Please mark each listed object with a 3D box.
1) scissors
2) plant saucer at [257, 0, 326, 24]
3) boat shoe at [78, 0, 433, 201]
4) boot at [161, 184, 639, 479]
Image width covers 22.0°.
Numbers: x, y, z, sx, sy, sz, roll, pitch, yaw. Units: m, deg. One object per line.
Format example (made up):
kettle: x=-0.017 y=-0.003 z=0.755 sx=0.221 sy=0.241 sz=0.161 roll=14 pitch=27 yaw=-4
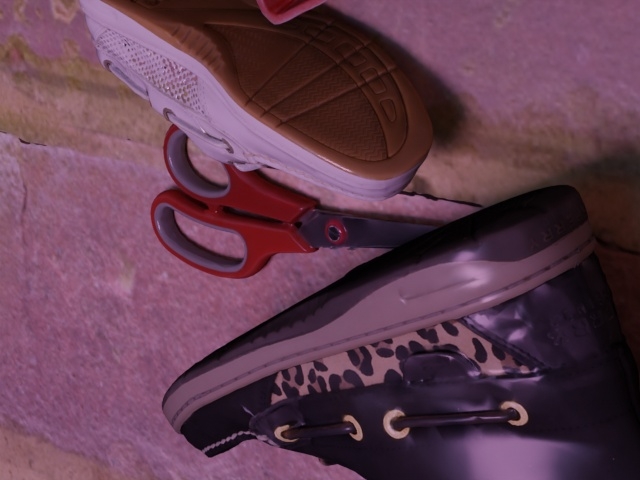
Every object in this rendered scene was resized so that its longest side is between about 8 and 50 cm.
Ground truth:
scissors: x=0.000 y=0.000 z=1.059 sx=0.297 sy=0.021 sz=0.109 roll=21 pitch=118 yaw=33
plant saucer: x=0.021 y=-0.281 z=0.902 sx=0.258 sy=0.048 sz=0.259 roll=-19 pitch=93 yaw=45
boat shoe: x=-0.041 y=-0.090 z=1.011 sx=0.277 sy=0.098 sz=0.096 roll=36 pitch=143 yaw=32
boot: x=0.075 y=0.149 z=0.971 sx=0.377 sy=0.138 sz=0.284 roll=-29 pitch=91 yaw=48
